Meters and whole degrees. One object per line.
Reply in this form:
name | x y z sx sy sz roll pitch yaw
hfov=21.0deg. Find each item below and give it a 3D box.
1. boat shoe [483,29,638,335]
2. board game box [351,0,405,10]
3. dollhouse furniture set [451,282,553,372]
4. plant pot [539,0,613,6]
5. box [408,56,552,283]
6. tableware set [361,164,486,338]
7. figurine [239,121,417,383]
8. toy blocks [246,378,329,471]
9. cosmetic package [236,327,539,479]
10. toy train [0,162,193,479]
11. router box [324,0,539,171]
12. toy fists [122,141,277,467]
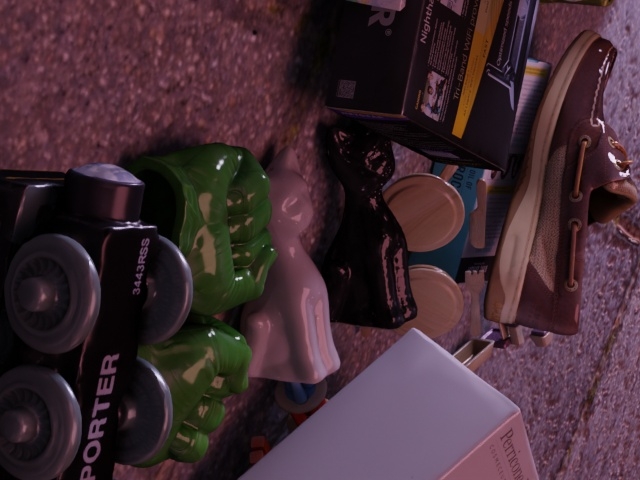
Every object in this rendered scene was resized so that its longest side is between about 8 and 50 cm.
boat shoe | 0.271 -0.058 1.804 0.123 0.123 0.342 83 25 -63
board game box | 0.031 -0.276 1.427 0.026 0.103 0.154 -54 154 -70
dollhouse furniture set | 0.195 0.100 1.970 0.114 0.091 0.081 -36 121 -40
plant pot | 0.279 -0.285 1.859 0.083 0.079 0.083 -37 136 -45
box | 0.168 -0.079 1.819 0.100 0.060 0.244 -2 109 -60
tableware set | 0.099 0.012 1.732 0.039 0.128 0.194 -87 176 -57
figurine | 0.000 0.000 1.581 0.215 0.092 0.210 -30 124 -48
toy blocks | -0.032 0.187 1.660 0.123 0.054 0.148 -51 144 -26
cosmetic package | 0.020 0.293 1.610 0.385 0.156 0.217 -40 140 -13
toy train | -0.205 0.101 1.173 0.142 0.190 0.334 -3 107 -56
router box | 0.120 -0.237 1.576 0.243 0.081 0.309 21 80 -61
toy fists | -0.109 0.056 1.411 0.142 0.096 0.279 -8 113 -58
